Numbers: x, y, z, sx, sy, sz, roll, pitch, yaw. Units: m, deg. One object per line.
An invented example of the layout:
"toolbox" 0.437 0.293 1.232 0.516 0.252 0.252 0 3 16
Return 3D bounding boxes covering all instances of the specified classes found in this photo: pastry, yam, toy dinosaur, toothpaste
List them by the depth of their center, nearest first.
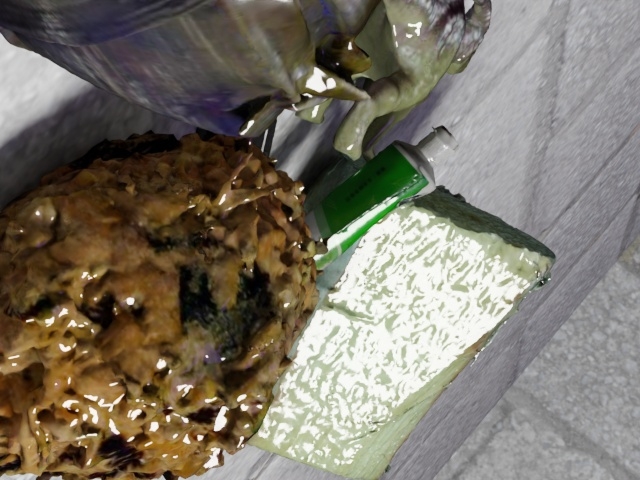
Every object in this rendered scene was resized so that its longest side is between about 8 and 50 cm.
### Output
"pastry" -0.104 0.060 0.949 0.275 0.193 0.275 -48 163 -20
"toothpaste" 0.000 0.000 1.162 0.248 0.047 0.078 -38 169 3
"toy dinosaur" 0.059 -0.138 1.182 0.162 0.077 0.294 -55 175 6
"yam" 0.033 0.070 1.318 0.271 0.202 0.201 -60 -163 9

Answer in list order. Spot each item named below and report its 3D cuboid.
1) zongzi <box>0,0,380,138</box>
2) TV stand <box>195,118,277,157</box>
"zongzi" -0.024 -0.286 0.516 0.403 0.208 0.432 -55 151 -10
"TV stand" -0.074 -0.014 1.133 0.036 0.042 0.249 -43 161 -35
